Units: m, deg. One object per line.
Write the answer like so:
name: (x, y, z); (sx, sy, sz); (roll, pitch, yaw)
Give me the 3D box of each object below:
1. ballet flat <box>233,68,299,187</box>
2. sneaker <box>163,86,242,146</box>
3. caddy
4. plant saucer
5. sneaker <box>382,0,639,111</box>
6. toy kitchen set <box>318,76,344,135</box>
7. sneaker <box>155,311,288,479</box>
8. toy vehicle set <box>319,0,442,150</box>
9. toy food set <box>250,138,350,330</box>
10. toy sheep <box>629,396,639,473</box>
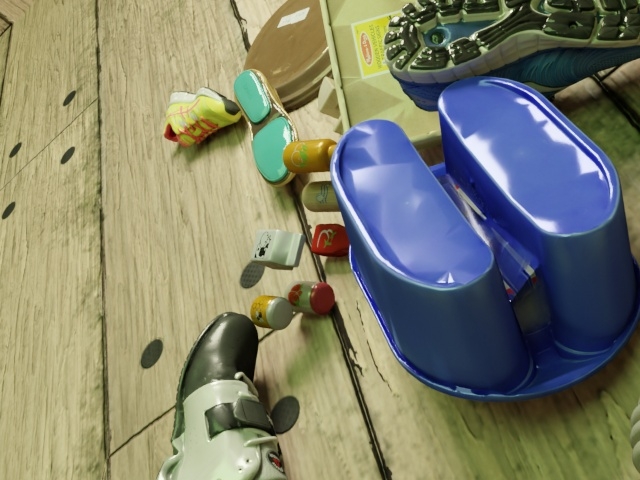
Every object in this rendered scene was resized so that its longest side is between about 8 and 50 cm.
ballet flat: (-0.066, -0.163, 1.250); (0.080, 0.073, 0.232); (-32, 54, 19)
sneaker: (-0.204, -0.202, 1.435); (0.208, 0.081, 0.094); (6, 71, 56)
caddy: (0.151, -0.002, 0.808); (0.241, 0.179, 0.341); (-24, 39, -1)
plant saucer: (-0.029, -0.329, 1.382); (0.278, 0.041, 0.278); (-28, 42, 29)
sneaker: (0.240, -0.214, 0.912); (0.330, 0.147, 0.129); (-9, 66, 12)
toy kitchen set: (0.110, -0.216, 1.108); (0.207, 0.122, 0.166); (-59, 32, 24)
sneaker: (-0.088, 0.230, 0.924); (0.146, 0.122, 0.330); (-6, 56, 26)
toy vehicle set: (0.095, -0.240, 1.033); (0.166, 0.035, 0.266); (-12, 77, 12)
toy food set: (0.000, 0.000, 1.003); (0.104, 0.111, 0.232); (1, 72, 46)
toy sheep: (0.275, 0.146, 0.624); (0.091, 0.091, 0.132); (-10, 34, 41)
